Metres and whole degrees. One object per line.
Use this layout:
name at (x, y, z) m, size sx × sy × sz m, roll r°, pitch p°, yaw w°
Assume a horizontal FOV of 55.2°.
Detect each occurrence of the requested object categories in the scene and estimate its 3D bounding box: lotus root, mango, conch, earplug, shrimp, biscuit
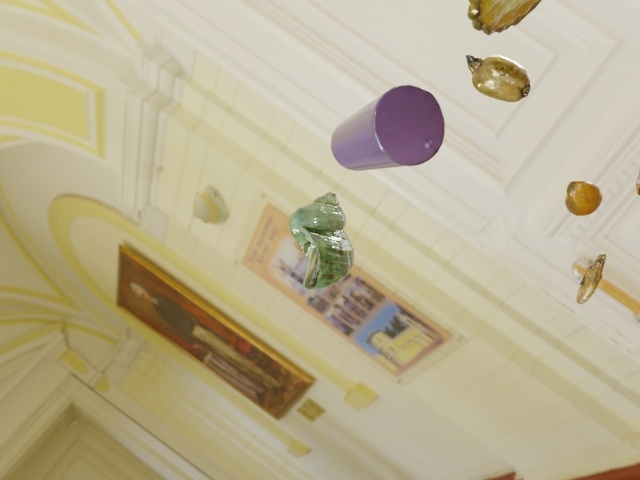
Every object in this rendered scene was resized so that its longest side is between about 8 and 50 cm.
lotus root at (0.534, -0.499, 1.865) m, size 0.125 × 0.221 × 0.118 m, roll -64°, pitch -5°, yaw 14°
mango at (0.775, -0.123, 1.808) m, size 0.159 × 0.105 × 0.084 m, roll 29°, pitch -115°, yaw -62°
conch at (0.003, 0.002, 1.239) m, size 0.122 × 0.188 × 0.176 m, roll -17°, pitch -10°, yaw 6°
earplug at (0.164, -0.307, 1.811) m, size 0.215 × 0.215 × 0.456 m, roll -54°, pitch 16°, yaw -11°
shrimp at (0.754, 0.104, 1.699) m, size 0.095 × 0.045 × 0.162 m, roll -20°, pitch -48°, yaw -60°
biscuit at (0.440, -0.590, 1.322) m, size 0.335 × 0.078 × 0.329 m, roll -16°, pitch -29°, yaw -48°

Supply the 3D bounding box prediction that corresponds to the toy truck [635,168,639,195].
toy truck at (0.942, -0.198, 1.677) m, size 0.192 × 0.092 × 0.083 m, roll -57°, pitch -34°, yaw -3°
